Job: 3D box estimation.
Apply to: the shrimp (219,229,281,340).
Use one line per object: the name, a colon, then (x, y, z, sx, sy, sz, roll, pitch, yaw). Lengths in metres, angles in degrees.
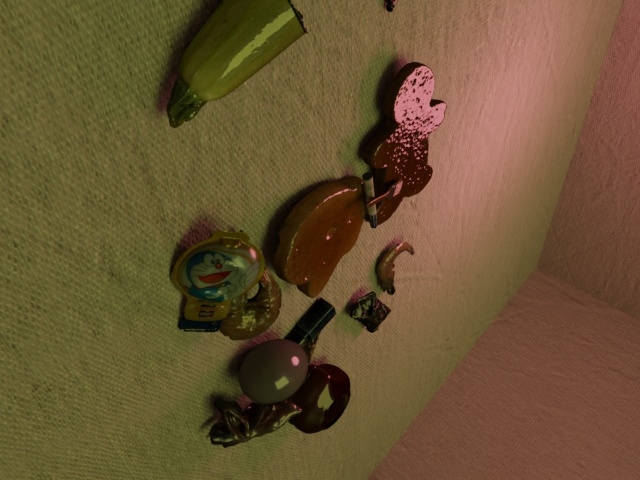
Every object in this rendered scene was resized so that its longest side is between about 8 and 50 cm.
shrimp: (-0.153, 0.097, 1.269, 0.145, 0.061, 0.267, -6, 117, -9)

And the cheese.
cheese: (-0.201, 0.083, 1.177, 0.177, 0.069, 0.270, 5, 130, -25)

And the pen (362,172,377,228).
pen: (0.123, -0.094, 1.504, 0.025, 0.025, 0.204, -48, 151, -20)

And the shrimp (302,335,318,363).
shrimp: (-0.057, 0.309, 1.704, 0.095, 0.045, 0.162, 13, 112, -39)

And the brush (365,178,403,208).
brush: (0.155, -0.110, 1.506, 0.170, 0.014, 0.043, -31, 142, -48)

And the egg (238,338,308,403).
egg: (-0.110, 0.314, 1.493, 0.199, 0.146, 0.146, -15, 129, -50)

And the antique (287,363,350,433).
antique: (-0.001, 0.473, 1.847, 0.223, 0.129, 0.278, -47, 152, -26)

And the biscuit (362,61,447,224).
biscuit: (0.202, -0.253, 1.531, 0.283, 0.064, 0.432, -38, 145, -26)

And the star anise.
star anise: (-0.179, 0.447, 1.553, 0.258, 0.110, 0.198, 1, 142, -42)

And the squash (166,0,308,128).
squash: (-0.127, -0.285, 0.908, 0.287, 0.137, 0.137, -50, 151, -13)

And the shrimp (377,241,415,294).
shrimp: (0.235, 0.083, 1.938, 0.152, 0.046, 0.219, -42, 147, -23)

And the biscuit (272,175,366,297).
biscuit: (-0.002, -0.001, 1.444, 0.344, 0.057, 0.287, -33, 140, -48)

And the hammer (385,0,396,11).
hammer: (0.193, -0.534, 1.290, 0.178, 0.021, 0.065, -38, 145, -35)

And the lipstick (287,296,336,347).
lipstick: (-0.080, 0.283, 1.621, 0.312, 0.051, 0.051, -46, 151, -18)

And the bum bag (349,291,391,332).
bum bag: (0.158, 0.225, 1.923, 0.102, 0.069, 0.248, -56, 154, -7)
